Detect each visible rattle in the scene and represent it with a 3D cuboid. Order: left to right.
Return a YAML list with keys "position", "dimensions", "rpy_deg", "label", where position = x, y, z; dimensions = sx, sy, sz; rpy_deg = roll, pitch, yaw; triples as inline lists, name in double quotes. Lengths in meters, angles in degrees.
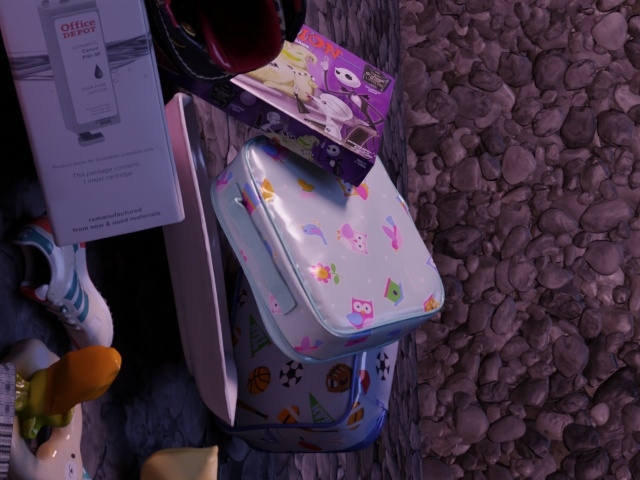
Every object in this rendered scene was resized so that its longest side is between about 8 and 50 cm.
- position: [-0.207, 0.180, 1.001]
  dimensions: [0.130, 0.143, 0.200]
  rpy_deg: [-98, 169, -65]
  label: "rattle"

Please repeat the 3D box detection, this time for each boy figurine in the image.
- position: [-0.134, 0.339, 1.239]
  dimensions: [0.177, 0.092, 0.285]
  rpy_deg: [-108, -172, -66]
  label: "boy figurine"

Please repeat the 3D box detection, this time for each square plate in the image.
- position: [-0.143, 0.005, 1.267]
  dimensions: [0.347, 0.049, 0.344]
  rpy_deg: [-120, -158, -81]
  label: "square plate"

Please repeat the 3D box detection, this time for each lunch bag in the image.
- position: [-0.020, 0.127, 1.467]
  dimensions: [0.115, 0.243, 0.303]
  rpy_deg: [40, 51, -46]
  label: "lunch bag"
- position: [0.000, 0.000, 1.309]
  dimensions: [0.224, 0.108, 0.279]
  rpy_deg: [-13, 68, -38]
  label: "lunch bag"

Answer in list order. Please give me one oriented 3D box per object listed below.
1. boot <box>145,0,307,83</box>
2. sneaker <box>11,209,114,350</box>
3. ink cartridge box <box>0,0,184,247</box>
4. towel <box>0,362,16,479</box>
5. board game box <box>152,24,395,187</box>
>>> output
- position: [-0.102, -0.245, 1.003]
  dimensions: [0.377, 0.138, 0.284]
  rpy_deg: [90, -16, -44]
  label: "boot"
- position: [-0.251, 0.052, 1.053]
  dimensions: [0.075, 0.057, 0.161]
  rpy_deg: [-40, 125, -51]
  label: "sneaker"
- position: [-0.209, -0.169, 0.958]
  dimensions: [0.207, 0.117, 0.283]
  rpy_deg: [-121, -159, -59]
  label: "ink cartridge box"
- position: [-0.323, 0.210, 0.749]
  dimensions: [0.324, 0.056, 0.312]
  rpy_deg: [40, 49, -67]
  label: "towel"
- position: [-0.078, -0.216, 1.316]
  dimensions: [0.056, 0.347, 0.208]
  rpy_deg: [-54, -167, 32]
  label: "board game box"
